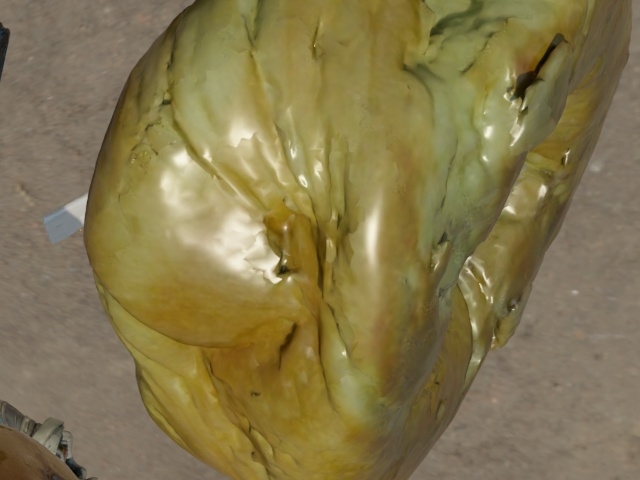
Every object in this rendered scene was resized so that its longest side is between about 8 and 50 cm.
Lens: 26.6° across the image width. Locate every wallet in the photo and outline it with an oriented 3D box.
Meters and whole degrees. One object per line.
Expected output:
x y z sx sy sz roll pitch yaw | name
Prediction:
-0.234 -0.029 1.330 0.083 0.044 0.011 -31 61 -18 | wallet

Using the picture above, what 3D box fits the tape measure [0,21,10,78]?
-0.378 -0.123 1.177 0.186 0.112 0.199 12 79 -8 | tape measure

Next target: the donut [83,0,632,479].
0.030 -0.031 0.683 0.170 0.360 0.360 27 79 17 | donut

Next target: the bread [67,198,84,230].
-0.279 -0.039 1.669 0.036 0.083 0.047 52 40 -34 | bread

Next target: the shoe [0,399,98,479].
-0.352 0.266 1.676 0.092 0.089 0.180 -24 112 10 | shoe

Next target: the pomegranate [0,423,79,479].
-0.256 0.235 0.939 0.215 0.215 0.215 -1 92 -22 | pomegranate
